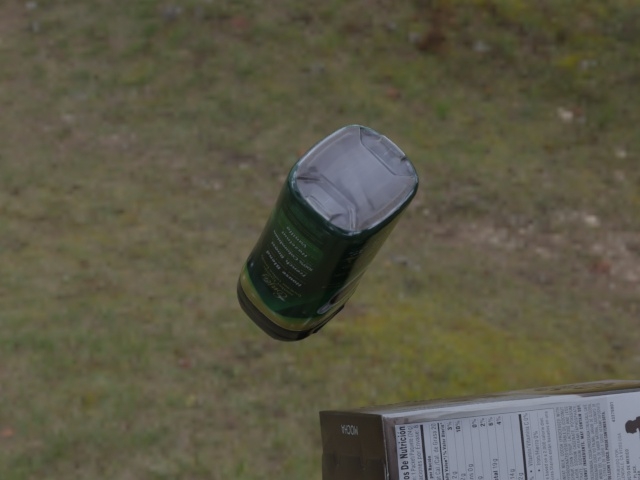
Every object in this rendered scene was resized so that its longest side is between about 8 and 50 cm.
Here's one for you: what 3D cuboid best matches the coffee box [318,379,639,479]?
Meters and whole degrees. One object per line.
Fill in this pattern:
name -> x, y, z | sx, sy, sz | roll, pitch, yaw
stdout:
coffee box -> 0.165, 0.191, 1.300 | 0.297, 0.119, 0.168 | -4, -3, -17

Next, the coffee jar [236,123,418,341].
coffee jar -> 0.000, 0.000, 1.117 | 0.079, 0.184, 0.096 | 43, 56, 10
